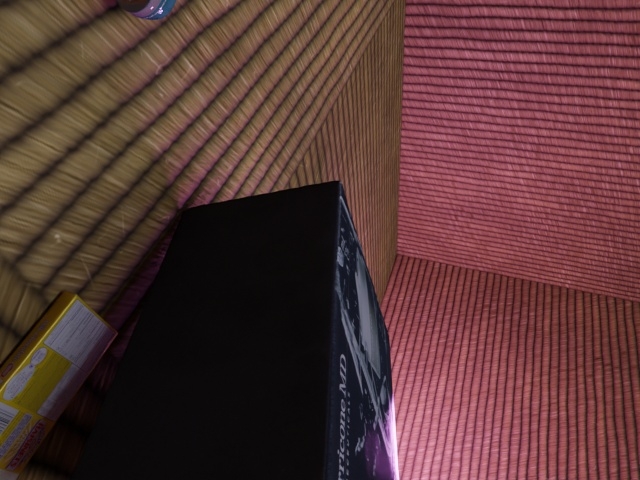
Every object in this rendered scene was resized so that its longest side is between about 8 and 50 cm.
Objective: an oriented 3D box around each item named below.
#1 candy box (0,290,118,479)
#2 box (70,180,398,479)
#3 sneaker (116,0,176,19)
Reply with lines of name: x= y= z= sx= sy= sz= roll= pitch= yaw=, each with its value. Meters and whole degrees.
candy box: x=-0.334 y=0.172 z=0.496 sx=0.105 sy=0.027 sz=0.206 roll=82 pitch=26 yaw=-51
box: x=-0.052 y=0.249 z=0.678 sx=0.480 sy=0.297 sz=0.472 roll=-86 pitch=160 yaw=-43
sneaker: x=-0.168 y=-0.406 z=0.514 sx=0.121 sy=0.108 sz=0.302 roll=9 pitch=91 yaw=-68
